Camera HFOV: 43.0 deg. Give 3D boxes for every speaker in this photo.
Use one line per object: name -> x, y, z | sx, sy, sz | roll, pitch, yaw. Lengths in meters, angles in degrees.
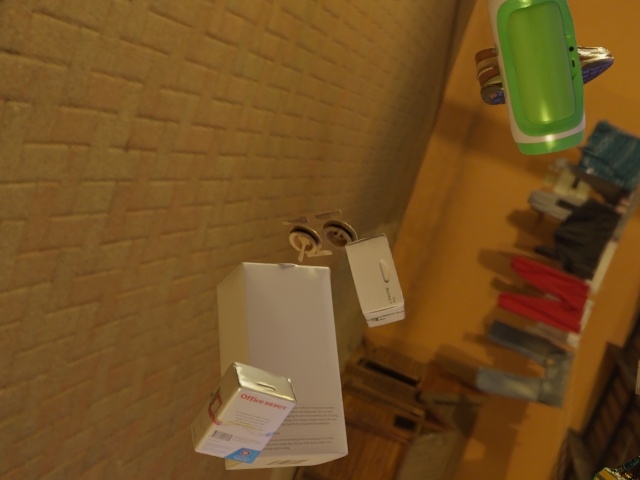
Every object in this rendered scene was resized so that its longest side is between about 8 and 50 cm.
speaker -> 0.365, -0.302, 1.370 | 0.131, 0.131, 0.296 | -50, 128, -65

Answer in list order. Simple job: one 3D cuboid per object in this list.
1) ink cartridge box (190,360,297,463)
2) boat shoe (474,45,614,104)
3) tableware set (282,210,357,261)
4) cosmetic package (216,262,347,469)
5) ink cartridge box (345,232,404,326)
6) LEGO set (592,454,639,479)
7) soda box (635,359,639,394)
ink cartridge box -> -0.101, 0.226, 1.064 | 0.122, 0.089, 0.052 | -55, -149, 23
boat shoe -> 0.462, -0.372, 1.682 | 0.122, 0.324, 0.119 | -43, -117, 62
tableware set -> 0.000, 0.000, 1.910 | 0.128, 0.194, 0.039 | 53, 48, -29
cosmetic package -> -0.078, 0.237, 1.548 | 0.155, 0.197, 0.365 | -40, -130, 55
ink cartridge box -> 0.122, 0.092, 1.768 | 0.219, 0.093, 0.160 | 63, 12, -75
LEGO set -> 0.637, 0.463, 1.365 | 0.192, 0.331, 0.254 | -142, -142, -61
soda box -> 0.707, 0.270, 1.509 | 0.074, 0.216, 0.069 | 23, 74, -47
